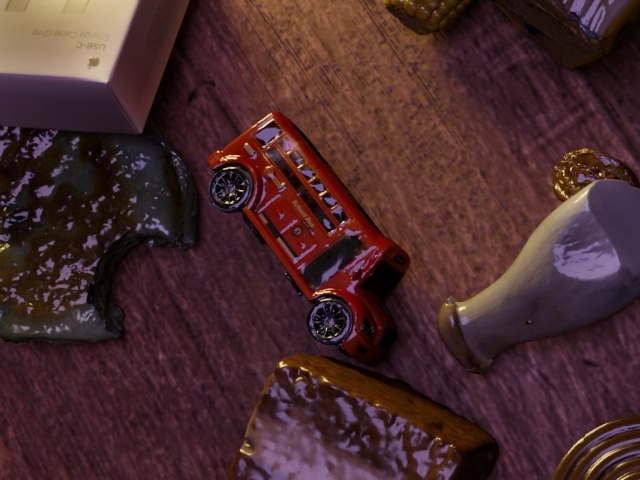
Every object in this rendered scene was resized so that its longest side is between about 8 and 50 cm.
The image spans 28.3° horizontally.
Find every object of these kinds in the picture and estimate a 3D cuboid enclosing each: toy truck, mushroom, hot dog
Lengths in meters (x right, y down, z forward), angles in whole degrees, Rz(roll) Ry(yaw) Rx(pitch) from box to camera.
[{"bbox_3d":[0.000,0.000,1.232,0.114,0.107,0.252,-40,69,5],"label":"toy truck"},{"bbox_3d":[0.214,0.040,1.171,0.116,0.093,0.225,44,114,-12],"label":"mushroom"},{"bbox_3d":[0.259,-0.053,1.200,0.083,0.035,0.058,21,81,21],"label":"hot dog"}]

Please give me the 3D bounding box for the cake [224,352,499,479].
[{"bbox_3d":[0.013,0.264,1.128,0.196,0.199,0.293,25,90,16],"label":"cake"}]

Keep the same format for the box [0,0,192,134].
[{"bbox_3d":[-0.257,-0.240,1.339,0.203,0.106,0.251,6,63,18],"label":"box"}]

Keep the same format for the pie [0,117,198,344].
[{"bbox_3d":[-0.279,-0.030,1.350,0.303,0.067,0.302,-4,74,15],"label":"pie"}]

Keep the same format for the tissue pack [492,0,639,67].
[{"bbox_3d":[0.284,-0.300,1.160,0.134,0.192,0.271,40,92,0],"label":"tissue pack"}]

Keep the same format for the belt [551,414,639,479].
[{"bbox_3d":[0.328,0.281,0.984,0.217,0.122,0.339,-46,56,-9],"label":"belt"}]

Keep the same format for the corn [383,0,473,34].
[{"bbox_3d":[0.174,-0.339,1.261,0.106,0.106,0.305,38,95,21],"label":"corn"}]
